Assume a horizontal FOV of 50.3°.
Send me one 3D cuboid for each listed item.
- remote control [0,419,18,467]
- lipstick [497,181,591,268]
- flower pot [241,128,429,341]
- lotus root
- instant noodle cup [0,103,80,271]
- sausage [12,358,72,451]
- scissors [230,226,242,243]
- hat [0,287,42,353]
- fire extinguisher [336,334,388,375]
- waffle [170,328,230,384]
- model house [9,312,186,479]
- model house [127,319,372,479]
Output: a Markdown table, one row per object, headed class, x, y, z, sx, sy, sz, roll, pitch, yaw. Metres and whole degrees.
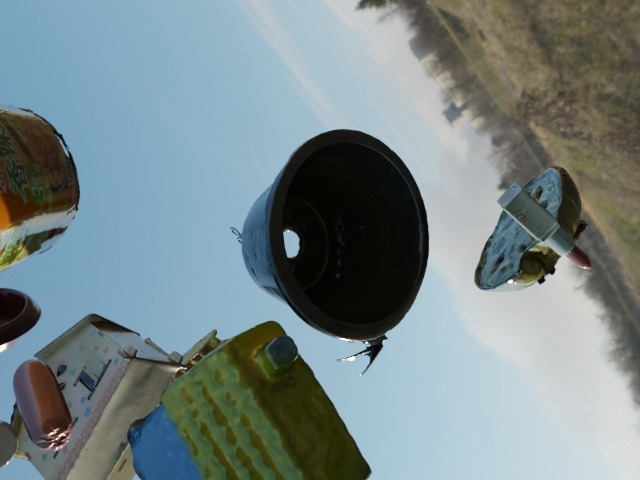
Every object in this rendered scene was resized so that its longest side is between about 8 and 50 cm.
| class | x | y | z | sx | sy | sz | roll | pitch | yaw |
| --- | --- | --- | --- | --- | --- | --- | --- | --- | --- |
| remote control | -0.575 | 0.349 | 1.019 | 0.077 | 0.245 | 0.022 | 63 | 169 | -1 |
| lipstick | 0.249 | -0.009 | 0.741 | 0.129 | 0.030 | 0.030 | 40 | -165 | -14 |
| flower pot | 0.000 | 0.000 | 0.906 | 0.269 | 0.166 | 0.269 | 7 | -102 | -39 |
| lotus root | 0.307 | -0.001 | 0.963 | 0.078 | 0.183 | 0.204 | 33 | -125 | -7 |
| instant noodle cup | -0.381 | -0.053 | 0.710 | 0.230 | 0.230 | 0.182 | 57 | -161 | 1 |
| sausage | -0.397 | 0.234 | 0.971 | 0.062 | 0.062 | 0.154 | 36 | -175 | -46 |
| scissors | -0.164 | 0.000 | 1.536 | 0.119 | 0.014 | 0.058 | 21 | 147 | 52 |
| hat | -0.630 | 0.165 | 1.283 | 0.205 | 0.205 | 0.089 | -81 | -5 | -63 |
| fire extinguisher | 0.032 | 0.112 | 1.108 | 0.231 | 0.099 | 0.071 | 57 | 165 | 30 |
| waffle | -0.176 | 0.286 | 1.371 | 0.219 | 0.229 | 0.057 | 39 | -140 | -17 |
| model house | -0.399 | 0.291 | 1.163 | 0.244 | 0.326 | 0.169 | 23 | 171 | 38 |
| model house | -0.084 | 0.255 | 0.868 | 0.215 | 0.303 | 0.237 | -23 | -108 | -41 |
